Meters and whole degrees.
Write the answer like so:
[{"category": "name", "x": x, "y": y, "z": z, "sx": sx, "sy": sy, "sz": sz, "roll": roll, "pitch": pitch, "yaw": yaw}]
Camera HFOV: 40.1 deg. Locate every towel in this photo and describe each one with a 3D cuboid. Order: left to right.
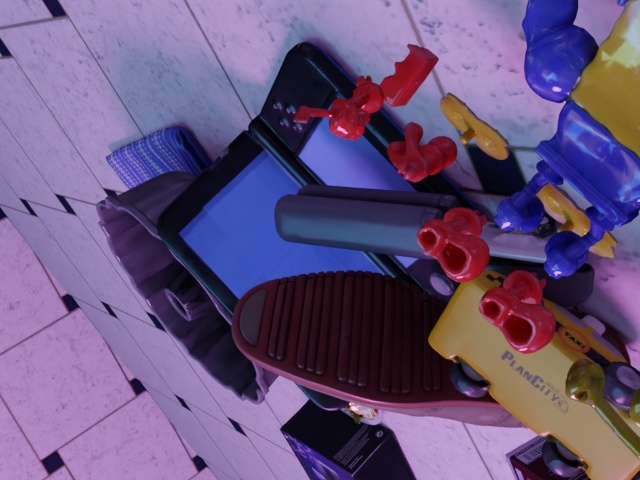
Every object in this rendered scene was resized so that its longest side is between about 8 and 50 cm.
[{"category": "towel", "x": -0.204, "y": -0.047, "z": 1.308, "sx": 0.243, "sy": 0.040, "sz": 0.336, "roll": 55, "pitch": 155, "yaw": -16}]

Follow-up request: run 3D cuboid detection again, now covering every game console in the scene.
[{"category": "game console", "x": 0.000, "y": 0.000, "z": 0.874, "sx": 0.293, "sy": 0.173, "sz": 0.250, "roll": 46, "pitch": 156, "yaw": 2}]

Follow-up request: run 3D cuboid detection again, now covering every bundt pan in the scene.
[{"category": "bundt pan", "x": -0.140, "y": 0.047, "z": 1.135, "sx": 0.331, "sy": 0.124, "sz": 0.331, "roll": 40, "pitch": 155, "yaw": 23}]

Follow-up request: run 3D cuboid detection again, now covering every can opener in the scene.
[{"category": "can opener", "x": 0.090, "y": 0.002, "z": 0.755, "sx": 0.280, "sy": 0.074, "sz": 0.093, "roll": 11, "pitch": 112, "yaw": 28}]

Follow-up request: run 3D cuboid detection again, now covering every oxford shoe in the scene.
[{"category": "oxford shoe", "x": 0.090, "y": 0.118, "z": 0.797, "sx": 0.348, "sy": 0.123, "sz": 0.130, "roll": 11, "pitch": 149, "yaw": 1}]

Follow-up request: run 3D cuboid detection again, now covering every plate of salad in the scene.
[{"category": "plate of salad", "x": 0.012, "y": 0.213, "z": 1.332, "sx": 0.200, "sy": 0.048, "sz": 0.200, "roll": 37, "pitch": 155, "yaw": 21}]

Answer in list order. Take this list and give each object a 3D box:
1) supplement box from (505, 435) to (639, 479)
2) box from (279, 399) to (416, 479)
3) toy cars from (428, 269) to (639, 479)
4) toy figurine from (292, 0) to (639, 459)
[{"category": "supplement box", "x": 0.285, "y": 0.282, "z": 0.856, "sx": 0.130, "sy": 0.073, "sz": 0.239, "roll": 66, "pitch": 168, "yaw": -11}, {"category": "box", "x": 0.066, "y": 0.398, "z": 1.463, "sx": 0.184, "sy": 0.103, "sz": 0.261, "roll": 22, "pitch": 146, "yaw": 48}, {"category": "toy cars", "x": 0.266, "y": 0.094, "z": 0.623, "sx": 0.394, "sy": 0.087, "sz": 0.176, "roll": -2, "pitch": 106, "yaw": 40}, {"category": "toy figurine", "x": 0.191, "y": -0.047, "z": 0.467, "sx": 0.362, "sy": 0.191, "sz": 0.217, "roll": 47, "pitch": 121, "yaw": 19}]
